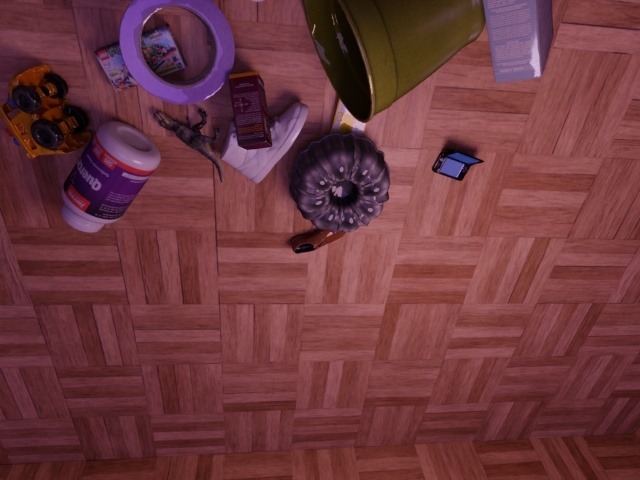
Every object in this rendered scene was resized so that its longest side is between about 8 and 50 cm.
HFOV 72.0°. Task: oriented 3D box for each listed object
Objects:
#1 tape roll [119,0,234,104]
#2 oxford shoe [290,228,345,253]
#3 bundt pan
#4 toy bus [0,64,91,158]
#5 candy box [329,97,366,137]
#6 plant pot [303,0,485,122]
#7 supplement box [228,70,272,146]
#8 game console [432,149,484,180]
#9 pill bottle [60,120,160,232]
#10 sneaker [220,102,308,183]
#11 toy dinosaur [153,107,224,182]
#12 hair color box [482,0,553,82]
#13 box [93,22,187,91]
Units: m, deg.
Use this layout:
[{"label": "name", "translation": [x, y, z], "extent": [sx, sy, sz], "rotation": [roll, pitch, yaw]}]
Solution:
[{"label": "tape roll", "translation": [-0.364, -0.496, 1.126], "extent": [0.275, 0.090, 0.274], "rotation": [-11, 120, -19]}, {"label": "oxford shoe", "translation": [0.000, 0.000, 1.549], "extent": [0.212, 0.076, 0.076], "rotation": [-22, 121, 5]}, {"label": "bundt pan", "translation": [0.066, -0.157, 1.362], "extent": [0.331, 0.124, 0.330], "rotation": [-3, 124, -5]}, {"label": "toy bus", "translation": [-0.783, -0.338, 1.200], "extent": [0.212, 0.149, 0.220], "rotation": [-8, 123, 17]}, {"label": "candy box", "translation": [0.086, -0.353, 1.356], "extent": [0.105, 0.027, 0.205], "rotation": [7, 122, -15]}, {"label": "plant pot", "translation": [0.195, -0.535, 1.087], "extent": [0.353, 0.366, 0.366], "rotation": [-26, 123, -4]}, {"label": "supplement box", "translation": [-0.189, -0.350, 1.203], "extent": [0.081, 0.104, 0.188], "rotation": [-7, 94, 4]}, {"label": "game console", "translation": [0.450, -0.245, 1.448], "extent": [0.122, 0.071, 0.107], "rotation": [16, 119, -16]}, {"label": "pill bottle", "translation": [-0.624, -0.176, 1.288], "extent": [0.181, 0.181, 0.323], "rotation": [34, 113, -25]}, {"label": "sneaker", "translation": [-0.178, -0.316, 1.299], "extent": [0.169, 0.108, 0.292], "rotation": [30, 116, -27]}, {"label": "toy dinosaur", "translation": [-0.353, -0.305, 1.290], "extent": [0.268, 0.064, 0.118], "rotation": [42, 113, -6]}, {"label": "hair color box", "translation": [0.446, -0.577, 0.998], "extent": [0.114, 0.185, 0.374], "rotation": [6, 143, 34]}, {"label": "box", "translation": [-0.481, -0.490, 1.187], "extent": [0.207, 0.036, 0.114], "rotation": [-18, 123, 5]}]
